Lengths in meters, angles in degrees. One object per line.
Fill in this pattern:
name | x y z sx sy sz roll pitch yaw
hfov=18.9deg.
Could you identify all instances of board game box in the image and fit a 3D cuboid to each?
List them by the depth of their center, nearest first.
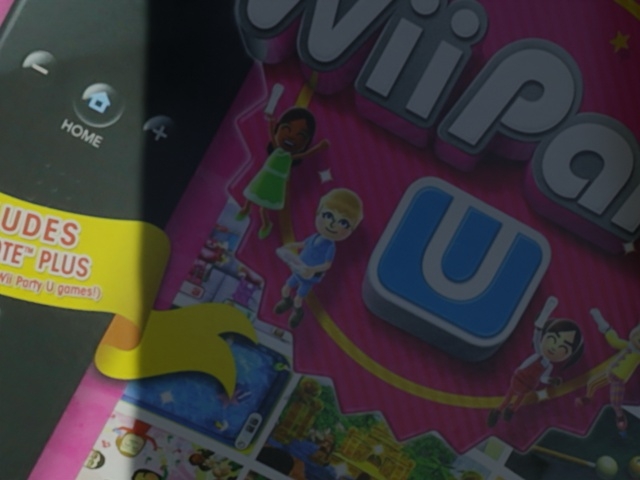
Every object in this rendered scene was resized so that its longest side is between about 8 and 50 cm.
board game box | 0.000 0.000 0.477 0.224 0.303 0.097 27 5 -14
